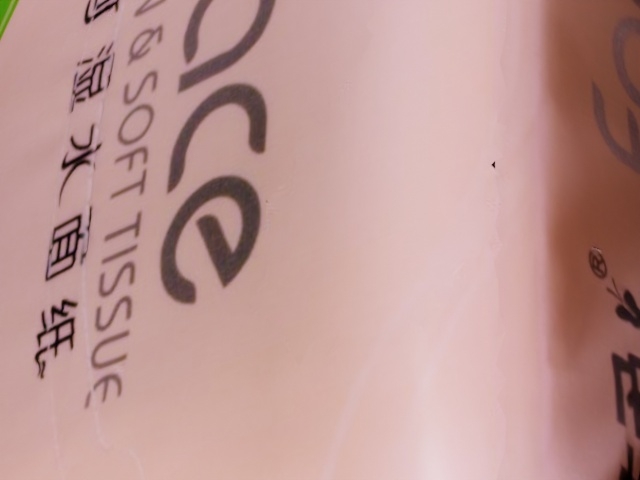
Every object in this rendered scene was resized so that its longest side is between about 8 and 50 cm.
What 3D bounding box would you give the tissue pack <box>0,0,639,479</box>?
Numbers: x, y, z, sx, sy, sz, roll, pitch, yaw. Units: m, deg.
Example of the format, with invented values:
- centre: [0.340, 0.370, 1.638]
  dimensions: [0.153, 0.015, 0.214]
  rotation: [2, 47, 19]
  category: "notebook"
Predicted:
- centre: [0.000, 0.000, 0.717]
  dimensions: [0.332, 0.205, 0.404]
  rotation: [-23, 52, 37]
  category: "tissue pack"
